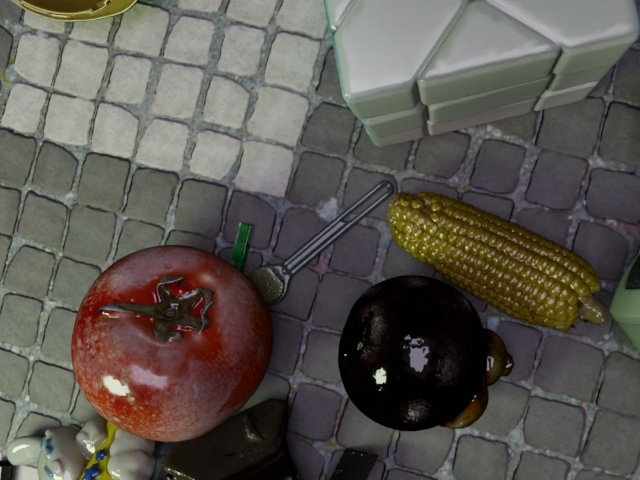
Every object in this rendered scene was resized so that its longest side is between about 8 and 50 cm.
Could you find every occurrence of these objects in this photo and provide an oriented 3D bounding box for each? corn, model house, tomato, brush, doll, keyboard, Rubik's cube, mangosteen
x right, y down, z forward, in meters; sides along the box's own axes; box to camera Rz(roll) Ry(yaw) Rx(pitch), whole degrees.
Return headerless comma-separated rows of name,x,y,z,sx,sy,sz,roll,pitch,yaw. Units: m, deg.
corn,0.234,0.026,0.987,0.321,0.119,0.119,26,93,15
model house,-0.111,0.343,1.016,0.203,0.141,0.164,-16,117,-23
tomato,-0.204,0.142,1.001,0.270,0.227,0.270,4,56,-6
brush,0.000,0.000,1.070,0.266,0.027,0.062,-40,83,7
doll,-0.347,0.324,1.052,0.237,0.111,0.252,-40,40,0
keyboard,0.014,0.375,0.998,0.063,0.010,0.198,-2,44,44
Rubik's cube,0.172,-0.321,0.903,0.318,0.316,0.322,-12,88,10
mangosteen,0.149,0.155,0.968,0.250,0.211,0.211,15,91,-21

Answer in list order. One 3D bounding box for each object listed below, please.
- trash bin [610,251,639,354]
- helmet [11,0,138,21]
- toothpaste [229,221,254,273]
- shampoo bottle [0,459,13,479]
trash bin,0.545,0.157,0.849,0.280,0.280,0.432,-28,87,8
helmet,-0.369,-0.447,1.092,0.256,0.140,0.205,8,123,0
toothpaste,-0.120,0.015,1.097,0.020,0.017,0.083,14,91,13
shampoo bottle,-0.514,0.420,1.153,0.048,0.027,0.137,11,91,12
